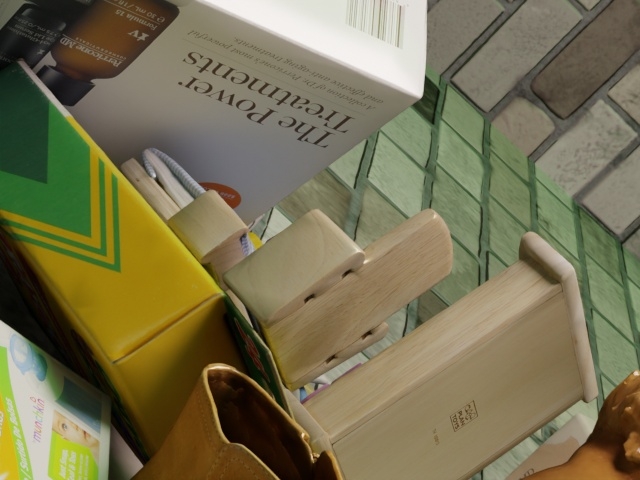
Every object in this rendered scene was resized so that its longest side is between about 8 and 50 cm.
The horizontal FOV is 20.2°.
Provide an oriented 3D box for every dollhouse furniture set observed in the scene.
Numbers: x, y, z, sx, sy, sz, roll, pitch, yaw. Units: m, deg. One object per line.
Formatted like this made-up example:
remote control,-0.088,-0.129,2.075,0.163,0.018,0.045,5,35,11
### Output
dollhouse furniture set,0.000,0.000,1.190,0.303,0.198,0.286,45,-17,40

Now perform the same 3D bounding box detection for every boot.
boot,-0.037,0.221,0.906,0.104,0.211,0.295,6,36,-39

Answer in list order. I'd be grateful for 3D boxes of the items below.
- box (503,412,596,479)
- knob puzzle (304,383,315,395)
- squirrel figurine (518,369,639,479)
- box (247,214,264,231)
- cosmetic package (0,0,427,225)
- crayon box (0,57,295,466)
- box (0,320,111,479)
box,0.257,0.308,1.505,0.121,0.148,0.311,33,19,-31
knob puzzle,-0.053,0.128,1.407,0.213,0.030,0.213,39,18,-15
squirrel figurine,0.270,0.293,1.152,0.370,0.397,0.281,47,11,37
box,-0.190,-0.108,1.539,0.169,0.087,0.290,17,32,-56
cosmetic package,-0.160,-0.137,1.226,0.377,0.284,0.097,21,58,-27
crayon box,-0.120,0.050,1.124,0.318,0.081,0.202,45,-18,40
box,-0.187,0.141,0.953,0.114,0.103,0.203,38,19,-23
